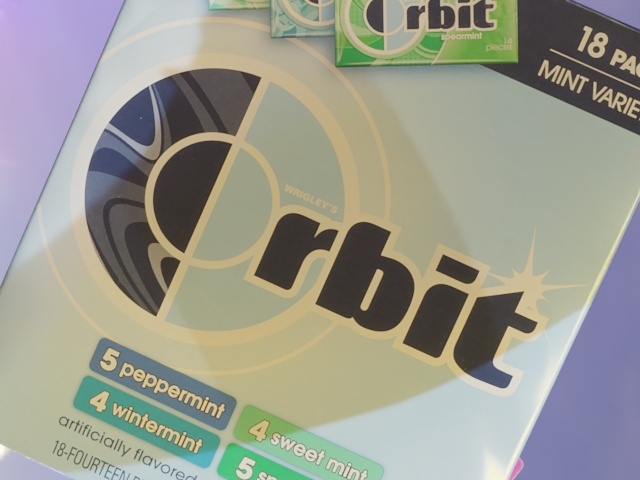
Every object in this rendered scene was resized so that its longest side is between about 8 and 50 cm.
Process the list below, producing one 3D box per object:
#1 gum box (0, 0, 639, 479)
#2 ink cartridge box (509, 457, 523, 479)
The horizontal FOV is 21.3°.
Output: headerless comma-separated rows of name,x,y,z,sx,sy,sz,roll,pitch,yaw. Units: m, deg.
gum box,0.000,0.000,0.496,0.041,0.157,0.184,-30,144,-83
ink cartridge box,0.004,0.266,1.122,0.324,0.071,0.330,-46,172,-30
